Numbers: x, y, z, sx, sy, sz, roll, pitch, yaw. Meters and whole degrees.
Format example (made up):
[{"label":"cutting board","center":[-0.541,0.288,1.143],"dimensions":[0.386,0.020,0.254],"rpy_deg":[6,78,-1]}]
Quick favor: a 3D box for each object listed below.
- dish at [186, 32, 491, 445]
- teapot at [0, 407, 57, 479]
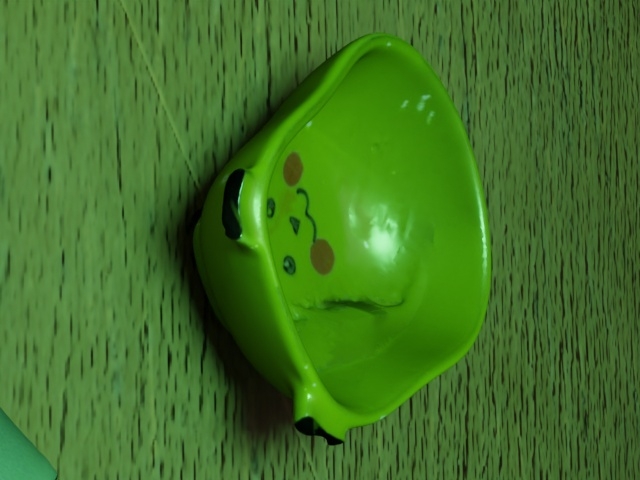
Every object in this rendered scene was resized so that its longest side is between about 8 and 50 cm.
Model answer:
[{"label":"dish","center":[0.000,0.000,0.922],"dimensions":[0.262,0.108,0.221],"rpy_deg":[-42,117,-48]},{"label":"teapot","center":[-0.216,0.074,0.621],"dimensions":[0.149,0.162,0.239],"rpy_deg":[63,16,-7]}]
